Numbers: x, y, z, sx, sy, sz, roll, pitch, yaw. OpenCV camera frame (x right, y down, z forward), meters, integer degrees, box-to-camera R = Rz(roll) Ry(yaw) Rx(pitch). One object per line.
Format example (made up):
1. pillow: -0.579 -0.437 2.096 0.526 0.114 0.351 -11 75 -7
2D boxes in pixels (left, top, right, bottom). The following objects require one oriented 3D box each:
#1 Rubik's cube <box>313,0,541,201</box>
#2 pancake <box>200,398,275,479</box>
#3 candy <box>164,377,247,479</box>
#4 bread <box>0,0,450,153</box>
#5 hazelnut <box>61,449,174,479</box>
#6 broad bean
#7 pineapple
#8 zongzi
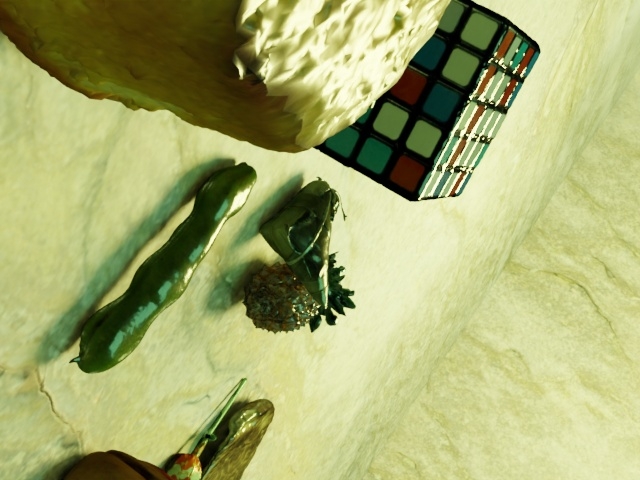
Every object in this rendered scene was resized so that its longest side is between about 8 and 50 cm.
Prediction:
1. Rubik's cube: 0.083 -0.158 0.990 0.184 0.182 0.187 -64 163 15
2. pancake: -0.161 0.347 1.429 0.288 0.033 0.286 -61 165 17
3. candy: -0.145 0.253 1.336 0.185 0.049 0.055 -55 -166 -31
4. bread: -0.026 -0.207 0.573 0.337 0.204 0.358 -53 165 -2
5. hazelnut: -0.197 0.325 1.051 0.181 0.180 0.212 -60 163 10
6. broad bean: -0.135 0.018 0.926 0.256 0.052 0.052 -54 -155 -21
7. pineapple: -0.027 0.070 1.238 0.221 0.083 0.103 -11 89 -67
8. zongzi: 0.000 0.000 1.167 0.055 0.119 0.109 -13 -151 51
